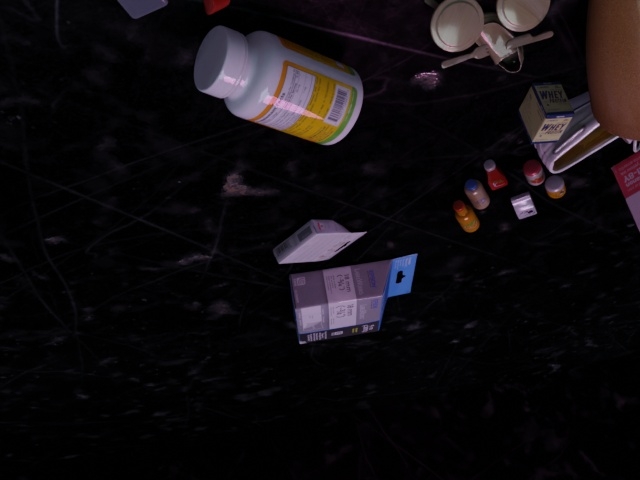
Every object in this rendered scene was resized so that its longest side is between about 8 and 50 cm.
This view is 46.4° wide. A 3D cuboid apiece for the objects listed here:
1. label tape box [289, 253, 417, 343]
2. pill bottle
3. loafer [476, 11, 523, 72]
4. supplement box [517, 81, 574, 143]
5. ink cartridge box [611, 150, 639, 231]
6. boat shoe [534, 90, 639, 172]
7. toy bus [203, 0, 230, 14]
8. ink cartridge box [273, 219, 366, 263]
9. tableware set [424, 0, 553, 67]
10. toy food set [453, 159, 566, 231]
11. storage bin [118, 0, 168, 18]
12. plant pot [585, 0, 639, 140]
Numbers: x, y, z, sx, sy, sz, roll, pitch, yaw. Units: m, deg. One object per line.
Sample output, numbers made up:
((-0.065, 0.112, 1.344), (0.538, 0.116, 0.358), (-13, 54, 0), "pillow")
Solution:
((0.094, 0.158, 1.965), (0.334, 0.105, 0.240), (-9, 151, -3), "label tape box")
((-0.066, -0.244, 1.167), (0.246, 0.136, 0.136), (13, 142, -36), "pill bottle")
((0.299, -0.327, 1.238), (0.056, 0.050, 0.148), (-33, 145, 33), "loafer")
((0.421, -0.239, 1.401), (0.056, 0.083, 0.083), (-6, 149, -12), "supplement box")
((0.836, -0.008, 1.645), (0.279, 0.384, 0.160), (18, 140, -41), "ink cartridge box")
((0.578, -0.231, 1.396), (0.367, 0.156, 0.136), (-28, 147, 28), "boat shoe")
((-0.142, -0.396, 0.905), (0.104, 0.190, 0.202), (24, 167, 32), "toy bus")
((0.000, 0.000, 1.740), (0.179, 0.045, 0.145), (-6, 156, -49), "ink cartridge box")
((0.260, -0.357, 1.163), (0.194, 0.039, 0.128), (-17, 119, -2), "tableware set")
((0.393, -0.111, 1.587), (0.232, 0.111, 0.104), (-19, 150, 19), "toy food set")
((-0.253, -0.354, 0.955), (0.098, 0.091, 0.135), (-19, 149, 14), "storage bin")
((0.515, -0.326, 1.170), (0.237, 0.237, 0.254), (-23, 135, 20), "plant pot")
